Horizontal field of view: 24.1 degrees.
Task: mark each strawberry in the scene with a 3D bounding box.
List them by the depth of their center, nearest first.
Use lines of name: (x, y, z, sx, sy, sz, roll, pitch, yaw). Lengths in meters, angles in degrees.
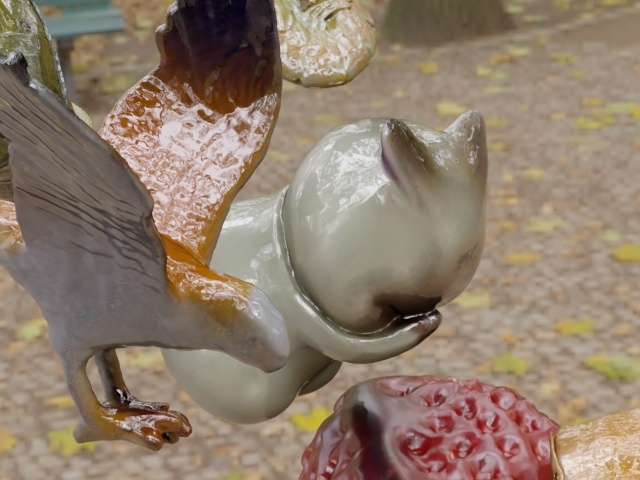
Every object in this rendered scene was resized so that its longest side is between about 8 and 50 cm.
strawberry: (0.123, 0.286, 1.453, 0.317, 0.295, 0.345, 39, 13, 0)

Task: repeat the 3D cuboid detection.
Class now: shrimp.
shrimp: (-0.027, -0.218, 1.361, 0.115, 0.051, 0.217, -18, 59, -27)

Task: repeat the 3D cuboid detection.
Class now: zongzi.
zongzi: (-0.319, -0.173, 1.315, 0.125, 0.250, 0.274, -28, -16, 5)

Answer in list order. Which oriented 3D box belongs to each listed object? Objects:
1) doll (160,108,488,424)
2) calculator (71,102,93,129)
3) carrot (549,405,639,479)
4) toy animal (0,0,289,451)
doll: (-0.002, 0.031, 1.402, 0.370, 0.226, 0.215, -26, -13, 35)
calculator: (-0.368, -0.104, 1.790, 0.157, 0.033, 0.236, 30, 53, -4)
carrot: (0.312, 0.186, 1.206, 0.254, 0.196, 0.196, -9, 18, 14)
toy animal: (-0.171, -0.004, 0.843, 0.284, 0.302, 0.225, -5, 22, 26)
